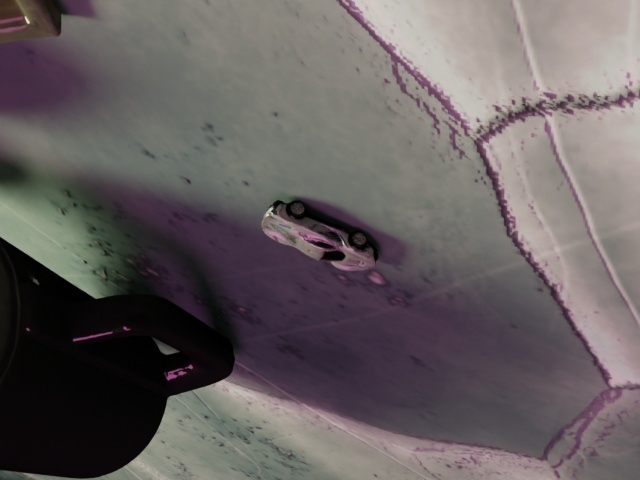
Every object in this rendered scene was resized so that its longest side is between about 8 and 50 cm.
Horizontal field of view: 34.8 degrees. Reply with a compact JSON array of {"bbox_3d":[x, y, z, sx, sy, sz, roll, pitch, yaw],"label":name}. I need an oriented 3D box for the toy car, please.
[{"bbox_3d":[0.000,0.000,0.774,0.093,0.025,0.041,26,153,0],"label":"toy car"}]

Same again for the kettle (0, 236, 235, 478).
[{"bbox_3d":[-0.262,0.100,0.965,0.203,0.262,0.308,49,-178,26],"label":"kettle"}]

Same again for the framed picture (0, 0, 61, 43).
[{"bbox_3d":[-0.376,-0.250,0.539,0.326,0.028,0.446,-5,146,11],"label":"framed picture"}]
